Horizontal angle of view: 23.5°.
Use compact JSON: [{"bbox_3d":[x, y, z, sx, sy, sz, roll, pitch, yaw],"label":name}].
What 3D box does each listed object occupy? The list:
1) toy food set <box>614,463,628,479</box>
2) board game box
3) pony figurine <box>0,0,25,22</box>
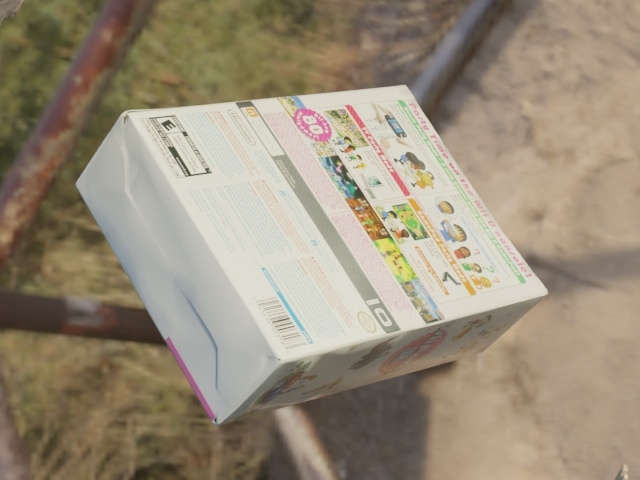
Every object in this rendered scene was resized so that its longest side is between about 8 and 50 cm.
[{"bbox_3d":[0.179,0.250,1.056,0.192,0.038,0.132,-78,6,-60],"label":"toy food set"},{"bbox_3d":[0.000,0.000,1.172,0.097,0.303,0.224,-49,63,38],"label":"board game box"},{"bbox_3d":[-0.281,-0.253,1.113,0.351,0.363,0.303,-47,14,27],"label":"pony figurine"}]
